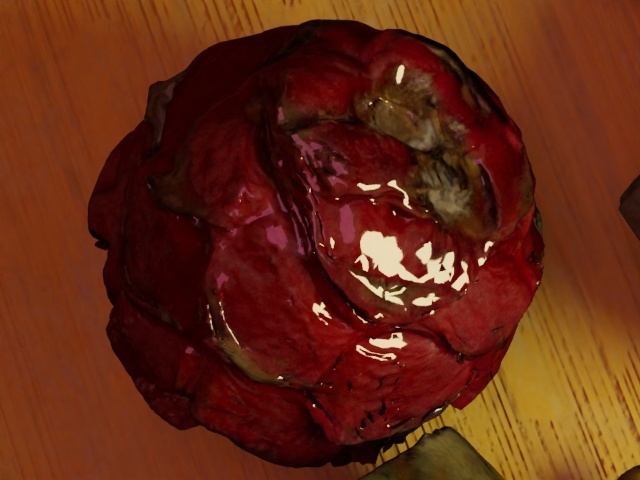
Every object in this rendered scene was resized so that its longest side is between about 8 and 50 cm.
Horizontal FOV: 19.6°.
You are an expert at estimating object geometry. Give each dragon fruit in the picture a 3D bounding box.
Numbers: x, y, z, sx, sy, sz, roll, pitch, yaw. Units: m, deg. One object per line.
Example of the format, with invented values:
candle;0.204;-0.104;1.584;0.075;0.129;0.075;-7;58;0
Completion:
dragon fruit;0.002;-0.002;1.283;0.329;0.329;0.329;-2;81;11

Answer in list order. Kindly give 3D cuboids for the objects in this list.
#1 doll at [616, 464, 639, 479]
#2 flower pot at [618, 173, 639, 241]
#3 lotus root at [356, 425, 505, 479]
doll;0.249;0.264;1.309;0.137;0.097;0.209;-30;65;44
flower pot;0.354;-0.043;1.249;0.259;0.290;0.290;-42;76;13
lotus root;0.090;0.313;1.247;0.250;0.250;0.346;-30;76;5
